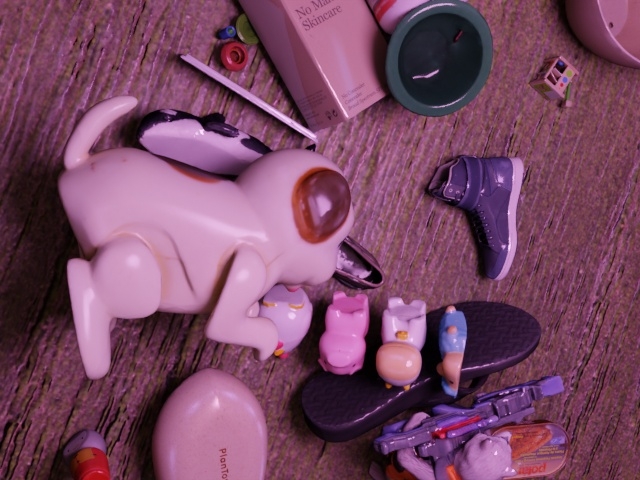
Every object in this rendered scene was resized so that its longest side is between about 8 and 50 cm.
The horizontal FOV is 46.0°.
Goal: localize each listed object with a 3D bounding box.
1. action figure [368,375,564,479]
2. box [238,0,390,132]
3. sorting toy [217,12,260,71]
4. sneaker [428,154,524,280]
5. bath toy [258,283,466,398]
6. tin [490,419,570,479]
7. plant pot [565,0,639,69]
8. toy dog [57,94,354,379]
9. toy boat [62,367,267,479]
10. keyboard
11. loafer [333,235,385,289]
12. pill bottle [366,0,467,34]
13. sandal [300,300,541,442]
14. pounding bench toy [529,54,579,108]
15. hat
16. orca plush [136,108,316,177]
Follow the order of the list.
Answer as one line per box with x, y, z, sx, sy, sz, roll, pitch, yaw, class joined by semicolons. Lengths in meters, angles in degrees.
0.250;0.345;1.243;0.341;0.330;0.178;-15;80;-11;action figure
-0.012;-0.348;1.209;0.148;0.121;0.311;-37;105;-24;box
-0.139;-0.324;1.231;0.061;0.042;0.102;34;72;-32;sorting toy
0.270;-0.043;1.349;0.163;0.086;0.226;3;93;-18;sneaker
0.058;0.166;1.234;0.348;0.151;0.129;9;117;12;bath toy
0.390;0.402;1.450;0.190;0.040;0.106;0;90;-17;tin
0.552;-0.439;1.349;0.284;0.191;0.284;-2;96;-17;plant pot
-0.153;-0.018;1.109;0.408;0.284;0.395;-9;94;-12;toy dog
-0.242;0.334;1.209;0.318;0.148;0.267;-2;100;-24;toy boat
-0.115;-0.231;1.224;0.256;0.072;0.014;31;92;-17;keyboard
0.000;0.000;1.272;0.267;0.084;0.096;31;85;-17;loafer
0.109;-0.529;1.178;0.210;0.210;0.363;-28;90;-13;pill bottle
0.177;0.231;1.328;0.446;0.167;0.107;-21;131;-11;sandal
0.447;-0.294;1.401;0.083;0.052;0.065;37;83;-16;pounding bench toy
0.168;-0.306;1.226;0.173;0.183;0.208;-8;121;-7;hat
-0.147;-0.172;1.207;0.287;0.151;0.102;4;62;-15;orca plush
